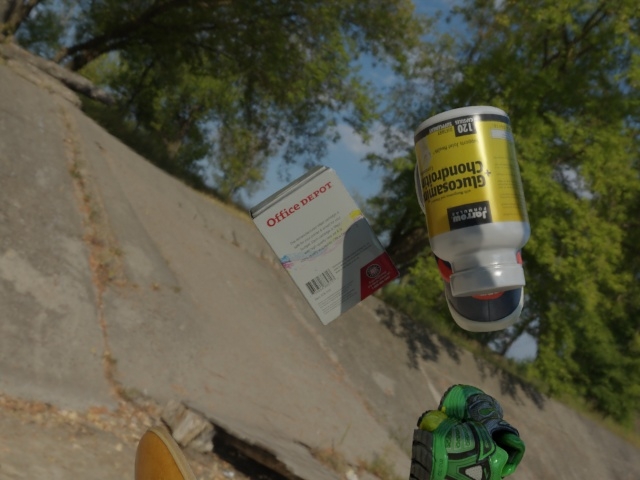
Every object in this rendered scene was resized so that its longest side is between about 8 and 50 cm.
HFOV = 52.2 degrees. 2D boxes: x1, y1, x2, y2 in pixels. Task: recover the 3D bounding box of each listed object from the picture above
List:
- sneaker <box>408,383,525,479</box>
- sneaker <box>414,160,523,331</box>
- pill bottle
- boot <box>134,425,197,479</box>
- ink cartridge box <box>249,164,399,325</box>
[{"bbox_3d":[0.248,0.323,1.031,0.146,0.134,0.343,9,5,23],"label":"sneaker"},{"bbox_3d":[0.200,-0.057,0.883,0.131,0.350,0.148,-13,-42,6],"label":"sneaker"},{"bbox_3d":[0.160,-0.038,0.683,0.103,0.184,0.103,-7,-11,-1],"label":"pill bottle"},{"bbox_3d":[-0.168,0.293,0.474,0.295,0.211,0.104,59,-29,35],"label":"boot"},{"bbox_3d":[0.000,0.000,0.908,0.176,0.128,0.127,58,-2,-12],"label":"ink cartridge box"}]
